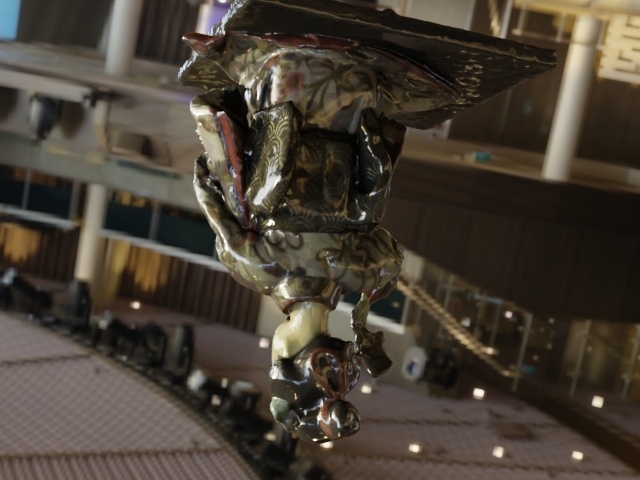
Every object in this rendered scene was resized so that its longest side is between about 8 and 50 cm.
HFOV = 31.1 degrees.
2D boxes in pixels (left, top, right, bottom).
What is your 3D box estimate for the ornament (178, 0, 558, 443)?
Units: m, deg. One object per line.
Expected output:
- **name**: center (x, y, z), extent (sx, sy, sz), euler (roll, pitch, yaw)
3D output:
- **ornament**: center (0.000, 0.000, 0.563), extent (0.166, 0.196, 0.153), euler (9, 169, -17)
